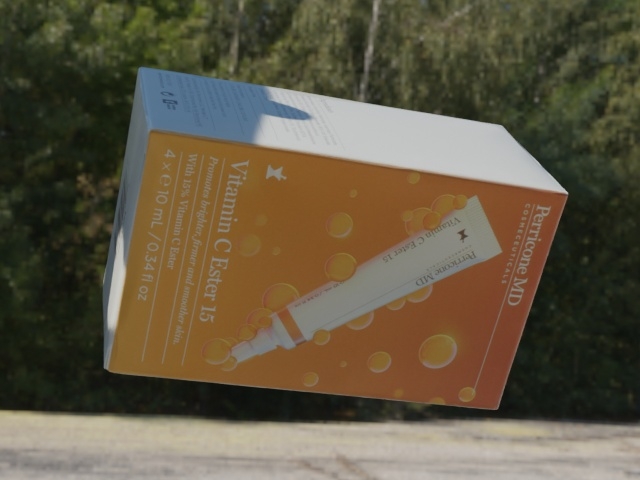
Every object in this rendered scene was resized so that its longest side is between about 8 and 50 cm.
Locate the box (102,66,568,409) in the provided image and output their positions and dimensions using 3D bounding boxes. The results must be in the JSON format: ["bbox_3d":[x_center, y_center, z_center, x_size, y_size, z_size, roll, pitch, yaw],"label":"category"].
[{"bbox_3d":[0.000,0.000,0.963,0.345,0.215,0.168,7,23,-15],"label":"box"}]
